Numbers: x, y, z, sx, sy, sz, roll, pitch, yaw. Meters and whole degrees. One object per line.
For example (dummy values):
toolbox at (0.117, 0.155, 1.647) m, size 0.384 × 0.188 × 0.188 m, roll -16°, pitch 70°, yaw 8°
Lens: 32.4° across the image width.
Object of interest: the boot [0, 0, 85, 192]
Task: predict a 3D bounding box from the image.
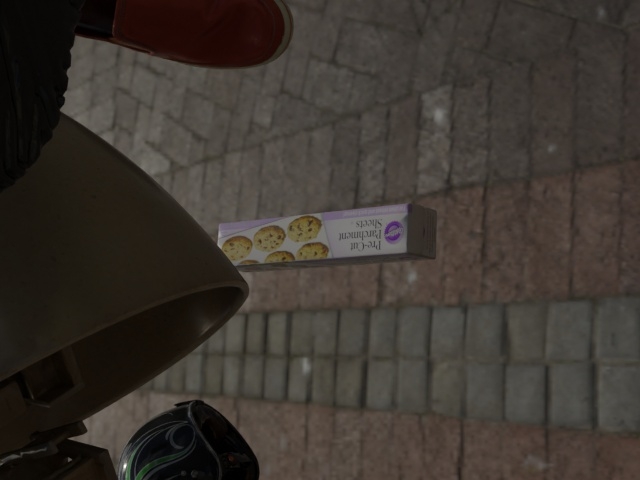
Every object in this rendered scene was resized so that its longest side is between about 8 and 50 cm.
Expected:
boot at (-0.224, -0.077, 0.551) m, size 0.207 × 0.094 × 0.246 m, roll -22°, pitch 39°, yaw 28°

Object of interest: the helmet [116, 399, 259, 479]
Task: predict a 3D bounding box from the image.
helmet at (-0.176, 0.301, 1.388) m, size 0.161 × 0.169 × 0.169 m, roll -42°, pitch 44°, yaw 9°

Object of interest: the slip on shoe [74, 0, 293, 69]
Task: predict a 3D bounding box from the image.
slip on shoe at (-0.195, -0.255, 1.219) m, size 0.101 × 0.331 × 0.123 m, roll -79°, pitch 3°, yaw -63°

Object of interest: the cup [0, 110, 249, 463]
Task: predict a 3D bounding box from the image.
cup at (-0.252, 0.020, 0.814) m, size 0.331 × 0.331 × 0.237 m, roll -42°, pitch 75°, yaw 46°

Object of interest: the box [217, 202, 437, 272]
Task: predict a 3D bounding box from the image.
box at (0.000, 0.000, 1.432) m, size 0.324 × 0.063 × 0.067 m, roll -4°, pitch 79°, yaw 39°

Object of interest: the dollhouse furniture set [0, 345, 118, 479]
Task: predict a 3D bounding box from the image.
dollhouse furniture set at (-0.256, 0.167, 0.782) m, size 0.101 × 0.182 × 0.161 m, roll 3°, pitch 115°, yaw 41°
